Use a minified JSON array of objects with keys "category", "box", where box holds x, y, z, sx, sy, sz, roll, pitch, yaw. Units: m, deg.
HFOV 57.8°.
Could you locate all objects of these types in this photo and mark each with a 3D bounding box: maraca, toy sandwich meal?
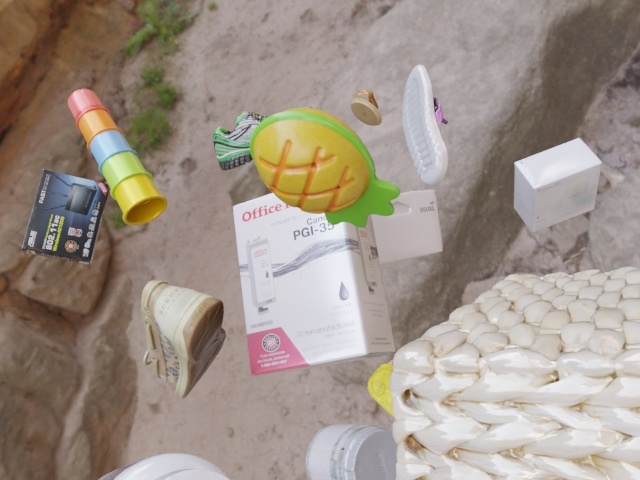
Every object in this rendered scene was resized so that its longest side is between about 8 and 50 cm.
[{"category":"maraca","box":[0.005,-0.074,0.641,0.127,0.185,0.099,-21,43,42]},{"category":"toy sandwich meal","box":[0.096,-0.273,1.196,0.085,0.085,0.029,19,66,45]}]

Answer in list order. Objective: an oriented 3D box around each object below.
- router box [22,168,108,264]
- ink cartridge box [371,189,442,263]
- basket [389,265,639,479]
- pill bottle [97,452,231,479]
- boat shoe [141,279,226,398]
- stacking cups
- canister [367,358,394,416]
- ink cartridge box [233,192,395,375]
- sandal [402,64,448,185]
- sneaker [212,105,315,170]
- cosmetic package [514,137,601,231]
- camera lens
[{"category":"router box","box":[-0.366,-0.033,0.839,0.038,0.092,0.122,150,129,-67]},{"category":"ink cartridge box","box":[0.078,-0.020,1.527,0.395,0.285,0.166,-7,93,57]},{"category":"basket","box":[0.245,0.164,0.382,0.328,0.331,0.266,-7,93,31]},{"category":"pill bottle","box":[-0.191,0.346,0.679,0.318,0.176,0.176,-40,36,53]},{"category":"boat shoe","box":[-0.194,0.137,0.812,0.089,0.285,0.104,29,55,5]},{"category":"stacking cups","box":[-0.424,-0.183,1.204,0.096,0.096,0.316,-37,70,14]},{"category":"canister","box":[0.178,0.300,1.196,0.126,0.170,0.073,41,105,16]},{"category":"ink cartridge box","box":[-0.017,0.058,0.929,0.207,0.117,0.283,-16,74,25]},{"category":"sandal","box":[0.330,-0.341,1.755,0.169,0.102,0.416,127,143,-58]},{"category":"sneaker","box":[-0.172,-0.325,1.721,0.343,0.146,0.134,-18,14,15]},{"category":"cosmetic package","box":[0.761,-0.176,1.881,0.224,0.225,0.138,-21,48,1]},{"category":"camera lens","box":[0.103,0.644,1.673,0.274,0.219,0.219,-26,44,56]}]
